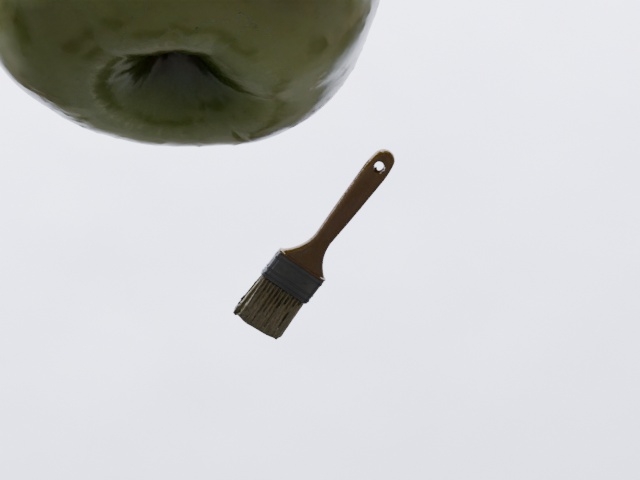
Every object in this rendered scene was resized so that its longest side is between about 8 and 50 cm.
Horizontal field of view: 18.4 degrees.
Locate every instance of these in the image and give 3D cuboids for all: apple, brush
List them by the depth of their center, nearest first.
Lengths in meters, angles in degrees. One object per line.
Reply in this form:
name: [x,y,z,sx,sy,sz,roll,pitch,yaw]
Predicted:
apple: [-0.094,-0.193,1.253,0.279,0.279,0.279,-1,-33,0]
brush: [0.000,0.000,1.452,0.043,0.014,0.170,34,-75,-15]
